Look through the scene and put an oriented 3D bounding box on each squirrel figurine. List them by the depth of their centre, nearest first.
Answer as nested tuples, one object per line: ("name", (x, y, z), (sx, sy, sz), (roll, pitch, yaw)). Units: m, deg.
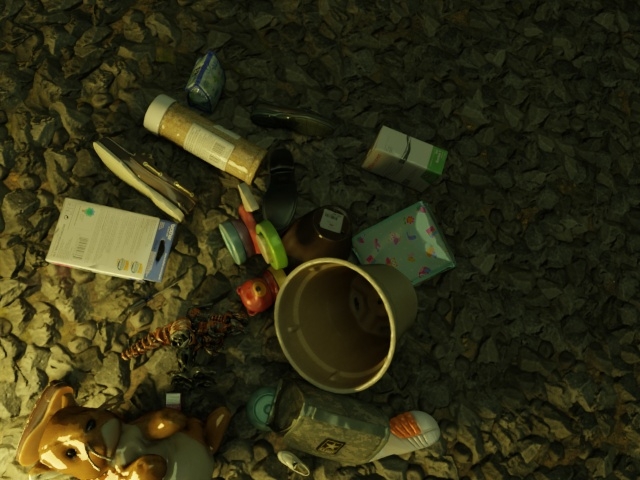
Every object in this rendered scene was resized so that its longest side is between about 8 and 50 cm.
("squirrel figurine", (-0.454, 0.498, 1.164), (0.371, 0.397, 0.280), (27, 51, -28))

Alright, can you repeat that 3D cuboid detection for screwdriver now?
("screwdriver", (-0.461, 0.152, 1.448), (0.170, 0.025, 0.024), (-31, 83, -25))

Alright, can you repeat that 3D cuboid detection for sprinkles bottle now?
("sprinkles bottle", (-0.336, -0.297, 1.524), (0.356, 0.121, 0.121), (28, 73, -3))

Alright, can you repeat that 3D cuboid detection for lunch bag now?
("lunch bag", (0.015, 0.458, 1.306), (0.236, 0.287, 0.168), (21, 73, -13))
("lunch bag", (0.240, 0.036, 1.528), (0.262, 0.160, 0.223), (-28, 82, 18))
("lunch bag", (-0.348, -0.478, 1.550), (0.097, 0.151, 0.128), (19, 74, -6))

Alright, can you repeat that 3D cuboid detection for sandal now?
("sandal", (0.202, 0.553, 1.446), (0.266, 0.076, 0.101), (-19, 65, 6))

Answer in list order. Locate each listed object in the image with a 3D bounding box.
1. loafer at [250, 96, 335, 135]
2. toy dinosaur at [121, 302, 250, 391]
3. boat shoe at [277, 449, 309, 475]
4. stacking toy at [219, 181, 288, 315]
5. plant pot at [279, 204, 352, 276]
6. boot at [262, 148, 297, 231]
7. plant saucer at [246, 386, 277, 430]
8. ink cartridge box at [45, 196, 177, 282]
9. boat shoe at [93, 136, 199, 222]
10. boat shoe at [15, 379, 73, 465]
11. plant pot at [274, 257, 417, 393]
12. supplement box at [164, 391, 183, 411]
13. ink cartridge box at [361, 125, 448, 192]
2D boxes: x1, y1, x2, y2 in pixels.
("loafer", (-0.082, -0.396, 1.613), (0.268, 0.096, 0.084), (9, 69, -6))
("toy dinosaur", (-0.352, 0.283, 1.391), (0.322, 0.164, 0.218), (-18, 65, 4))
("boat shoe", (-0.072, 0.605, 1.395), (0.100, 0.035, 0.035), (38, 73, 0))
("stacking toy", (-0.197, 0.028, 1.372), (0.131, 0.279, 0.308), (-25, 61, -16))
("plant pot", (0.000, 0.000, 1.434), (0.216, 0.230, 0.215), (7, 63, -14))
("boot", (-0.099, -0.110, 1.464), (0.091, 0.229, 0.262), (2, 67, 3))
("plant saucer", (-0.145, 0.466, 1.424), (0.120, 0.021, 0.119), (3, 75, -10))
("ink cartridge box", (-0.574, 0.005, 1.437), (0.312, 0.065, 0.185), (12, 75, -5))
("boat shoe", (-0.498, -0.188, 1.474), (0.324, 0.116, 0.096), (40, 68, -3))
("boat shoe", (-0.704, 0.457, 1.303), (0.073, 0.073, 0.206), (12, 66, 32))
("plant pot", (0.101, 0.191, 1.362), (0.334, 0.306, 0.333), (4, 97, 30))
("supplement box", (-0.390, 0.446, 1.365), (0.043, 0.055, 0.083), (2, 75, -10))
("ink cartridge box", (0.257, -0.250, 1.602), (0.220, 0.160, 0.092), (22, 72, -5))
